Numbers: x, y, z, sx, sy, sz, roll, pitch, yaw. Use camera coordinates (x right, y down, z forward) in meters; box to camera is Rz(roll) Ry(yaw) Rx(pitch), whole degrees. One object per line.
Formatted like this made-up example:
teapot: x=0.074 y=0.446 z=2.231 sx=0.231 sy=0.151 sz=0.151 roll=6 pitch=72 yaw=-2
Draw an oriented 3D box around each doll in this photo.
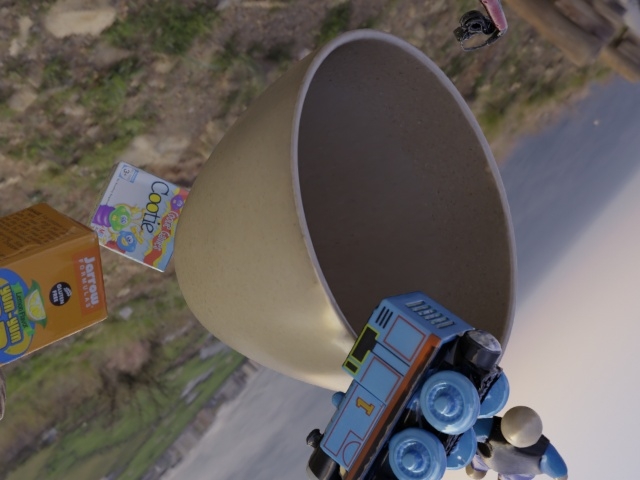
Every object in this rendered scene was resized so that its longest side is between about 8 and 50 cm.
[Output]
doll: x=0.180 y=0.205 z=0.881 sx=0.189 sy=0.129 sz=0.046 roll=90 pitch=26 yaw=-64

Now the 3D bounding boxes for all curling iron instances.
curling iron: x=0.186 y=-0.295 z=1.078 sx=0.068 sy=0.035 sz=0.274 roll=-26 pitch=165 yaw=8

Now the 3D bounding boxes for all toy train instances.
toy train: x=0.055 y=0.128 z=0.635 sx=0.080 sy=0.105 sz=0.184 roll=-3 pitch=125 yaw=-57

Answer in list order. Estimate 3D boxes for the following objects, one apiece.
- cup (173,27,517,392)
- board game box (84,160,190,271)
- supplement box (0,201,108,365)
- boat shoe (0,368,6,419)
cup: x=0.000 y=0.000 z=0.847 sx=0.237 sy=0.331 sz=0.331 roll=-17 pitch=-171 yaw=37
board game box: x=-0.324 y=-0.047 z=1.579 sx=0.144 sy=0.142 sz=0.275 roll=-66 pitch=-164 yaw=-4
supplement box: x=-0.260 y=0.051 z=0.598 sx=0.233 sy=0.080 sz=0.078 roll=-27 pitch=125 yaw=-42
boat shoe: x=-0.457 y=0.124 z=1.024 sx=0.096 sy=0.098 sz=0.277 roll=-12 pitch=131 yaw=1
